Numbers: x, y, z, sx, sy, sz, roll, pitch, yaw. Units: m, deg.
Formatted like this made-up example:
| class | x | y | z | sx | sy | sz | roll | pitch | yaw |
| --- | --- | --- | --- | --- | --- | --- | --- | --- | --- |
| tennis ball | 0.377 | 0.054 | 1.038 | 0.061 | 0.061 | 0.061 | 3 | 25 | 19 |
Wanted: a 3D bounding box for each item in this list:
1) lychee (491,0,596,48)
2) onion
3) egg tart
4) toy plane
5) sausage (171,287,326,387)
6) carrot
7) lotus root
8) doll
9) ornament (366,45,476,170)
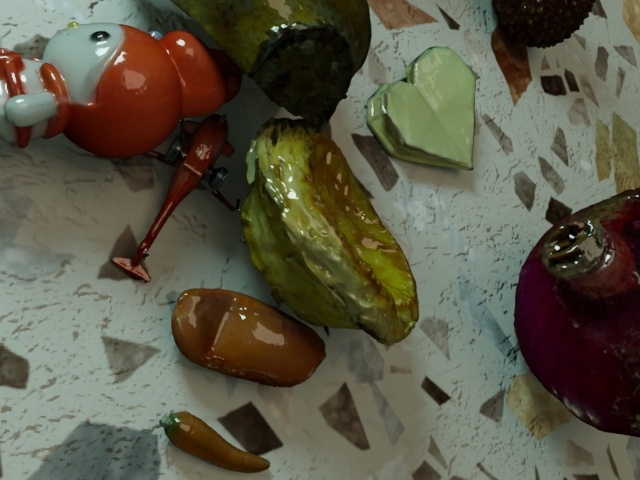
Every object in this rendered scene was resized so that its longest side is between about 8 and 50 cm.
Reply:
| class | x | y | z | sx | sy | sz | roll | pitch | yaw |
| --- | --- | --- | --- | --- | --- | --- | --- | --- | --- |
| lychee | 0.371 | -0.413 | 1.282 | 0.188 | 0.188 | 0.188 | 14 | 66 | -34 |
| onion | 0.391 | 0.075 | 0.987 | 0.385 | 0.348 | 0.347 | 32 | 56 | -42 |
| egg tart | 0.000 | 0.000 | 0.838 | 0.295 | 0.116 | 0.295 | 51 | 16 | -21 |
| toy plane | -0.155 | -0.059 | 0.804 | 0.126 | 0.077 | 0.194 | 49 | 59 | -4 |
| sausage | -0.078 | 0.102 | 0.801 | 0.179 | 0.089 | 0.089 | 26 | 60 | -25 |
| carrot | -0.105 | 0.206 | 0.770 | 0.142 | 0.035 | 0.035 | 38 | 54 | -31 |
| lotus root | -0.052 | -0.254 | 0.808 | 0.267 | 0.149 | 0.260 | 28 | 19 | -36 |
| doll | -0.198 | -0.146 | 0.742 | 0.290 | 0.161 | 0.130 | -14 | 111 | -29 |
| ornament | 0.165 | -0.170 | 1.107 | 0.180 | 0.059 | 0.201 | 53 | 53 | -12 |
